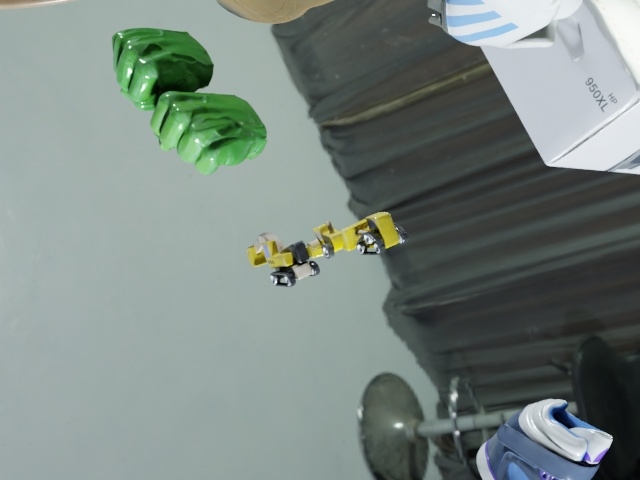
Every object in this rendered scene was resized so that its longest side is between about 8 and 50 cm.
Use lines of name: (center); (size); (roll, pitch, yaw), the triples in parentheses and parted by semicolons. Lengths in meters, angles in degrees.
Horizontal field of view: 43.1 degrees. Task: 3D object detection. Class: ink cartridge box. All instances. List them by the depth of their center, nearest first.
ink cartridge box: (0.438, -0.259, 1.222); (0.395, 0.166, 0.285); (-1, 60, -44)

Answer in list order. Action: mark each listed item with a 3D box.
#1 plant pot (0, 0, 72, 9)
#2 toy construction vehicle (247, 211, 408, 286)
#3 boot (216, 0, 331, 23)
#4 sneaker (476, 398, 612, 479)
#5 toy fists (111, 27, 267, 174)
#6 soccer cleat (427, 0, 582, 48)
plant pot: (-0.227, -0.263, 0.607); (0.237, 0.237, 0.109); (-15, 94, -55)
toy construction vehicle: (0.000, 0.000, 0.566); (0.086, 0.098, 0.035); (-23, 99, -22)
boot: (-0.040, -0.432, 1.162); (0.095, 0.262, 0.203); (18, 77, -38)
sneaker: (0.422, 0.431, 1.379); (0.130, 0.236, 0.322); (2, 50, -42)
toy fists: (-0.207, -0.208, 1.186); (0.142, 0.096, 0.279); (-10, 58, -52)
soccer cleat: (0.165, -0.255, 0.704); (0.331, 0.143, 0.116); (19, 88, -77)
